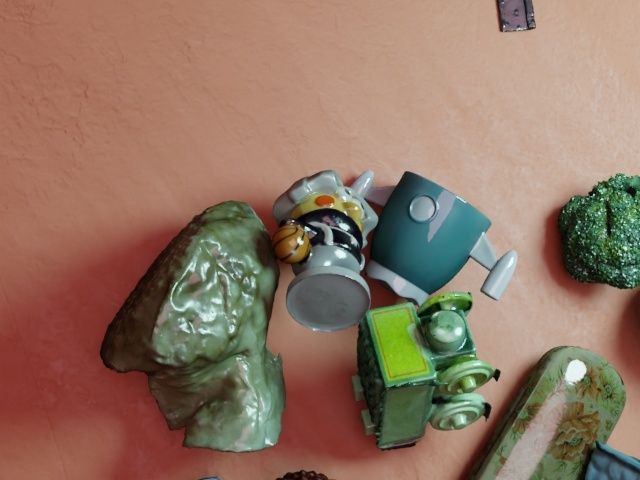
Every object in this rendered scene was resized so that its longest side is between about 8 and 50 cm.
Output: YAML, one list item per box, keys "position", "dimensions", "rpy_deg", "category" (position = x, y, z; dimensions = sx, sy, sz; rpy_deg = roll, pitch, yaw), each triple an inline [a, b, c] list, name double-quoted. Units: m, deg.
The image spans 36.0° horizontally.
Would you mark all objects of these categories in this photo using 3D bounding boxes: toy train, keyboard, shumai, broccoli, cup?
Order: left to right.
- position: [-0.132, 0.131, 1.426]
  dimensions: [0.288, 0.292, 0.330]
  rpy_deg: [38, 57, -10]
  category: "shumai"
- position: [0.153, 0.005, 1.524]
  dimensions: [0.299, 0.167, 0.173]
  rpy_deg: [32, 88, 22]
  category: "cup"
- position: [0.147, 0.191, 1.448]
  dimensions: [0.188, 0.272, 0.159]
  rpy_deg: [-11, 57, -6]
  category: "toy train"
- position: [0.326, -0.451, 1.680]
  dimensions: [0.060, 0.018, 0.196]
  rpy_deg: [-5, 83, -2]
  category: "keyboard"
- position: [0.472, -0.013, 1.581]
  dimensions: [0.156, 0.195, 0.195]
  rpy_deg: [-22, 86, -45]
  category: "broccoli"

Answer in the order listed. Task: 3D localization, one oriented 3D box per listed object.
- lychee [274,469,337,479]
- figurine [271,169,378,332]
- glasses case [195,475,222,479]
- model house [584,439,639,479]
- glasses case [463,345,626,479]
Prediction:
- position: [-0.022, 0.428, 1.431]
  dimensions: [0.188, 0.188, 0.188]
  rpy_deg: [1, 83, -9]
  category: "lychee"
- position: [0.000, 0.000, 1.429]
  dimensions: [0.133, 0.236, 0.176]
  rpy_deg: [-29, 126, 24]
  category: "figurine"
- position: [-0.149, 0.476, 1.462]
  dimensions: [0.086, 0.065, 0.248]
  rpy_deg: [-16, 85, -13]
  category: "glasses case"
- position: [0.530, 0.533, 1.410]
  dimensions: [0.297, 0.360, 0.339]
  rpy_deg: [27, 88, -30]
  category: "model house"
- position: [0.325, 0.359, 1.532]
  dimensions: [0.156, 0.098, 0.425]
  rpy_deg: [36, 80, -9]
  category: "glasses case"
